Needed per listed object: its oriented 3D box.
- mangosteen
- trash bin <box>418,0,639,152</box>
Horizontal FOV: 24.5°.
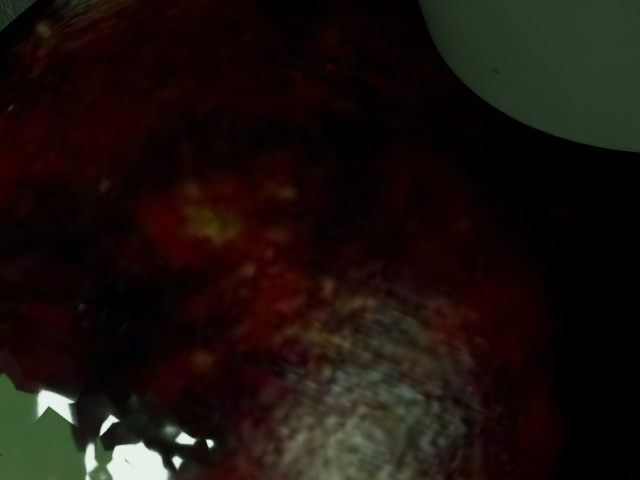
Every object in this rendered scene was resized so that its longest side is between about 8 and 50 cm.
[{"bbox_3d":[-0.012,0.054,0.675,0.381,0.381,0.421,42,-173,38],"label":"mangosteen"},{"bbox_3d":[0.076,-0.196,0.330,0.214,0.214,0.334,41,163,40],"label":"trash bin"}]
